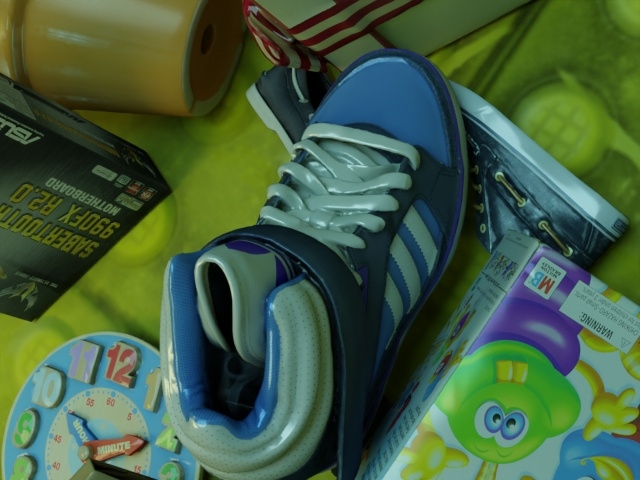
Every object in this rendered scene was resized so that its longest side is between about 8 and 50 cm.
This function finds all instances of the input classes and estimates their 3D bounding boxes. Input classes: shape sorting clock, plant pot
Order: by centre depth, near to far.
[{"bbox_3d":[-0.185,0.177,1.024,0.206,0.040,0.206,-7,73,26],"label":"shape sorting clock"},{"bbox_3d":[-0.170,-0.189,1.036,0.188,0.205,0.205,17,85,14],"label":"plant pot"}]

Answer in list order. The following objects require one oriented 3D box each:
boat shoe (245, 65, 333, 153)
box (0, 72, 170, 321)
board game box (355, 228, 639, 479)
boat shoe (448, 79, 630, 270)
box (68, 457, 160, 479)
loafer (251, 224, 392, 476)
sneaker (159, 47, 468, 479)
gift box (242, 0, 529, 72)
[{"bbox_3d":[0.016,-0.075,0.966,0.065,0.075,0.206,-47,56,13],"label":"boat shoe"},{"bbox_3d":[-0.261,-0.033,1.008,0.183,0.231,0.056,-42,59,11],"label":"box"},{"bbox_3d":[0.111,0.147,0.793,0.142,0.144,0.275,33,94,0],"label":"board game box"},{"bbox_3d":[0.131,-0.039,0.901,0.083,0.065,0.183,-50,61,9],"label":"boat shoe"},{"bbox_3d":[-0.179,0.257,0.928,0.201,0.164,0.021,-47,49,9],"label":"box"},{"bbox_3d":[0.010,0.076,0.936,0.078,0.080,0.220,-29,71,8],"label":"loafer"},{"bbox_3d":[-0.001,0.000,0.785,0.130,0.236,0.322,16,83,18],"label":"sneaker"},{"bbox_3d":[0.026,-0.291,0.909,0.258,0.276,0.255,-27,61,21],"label":"gift box"}]
